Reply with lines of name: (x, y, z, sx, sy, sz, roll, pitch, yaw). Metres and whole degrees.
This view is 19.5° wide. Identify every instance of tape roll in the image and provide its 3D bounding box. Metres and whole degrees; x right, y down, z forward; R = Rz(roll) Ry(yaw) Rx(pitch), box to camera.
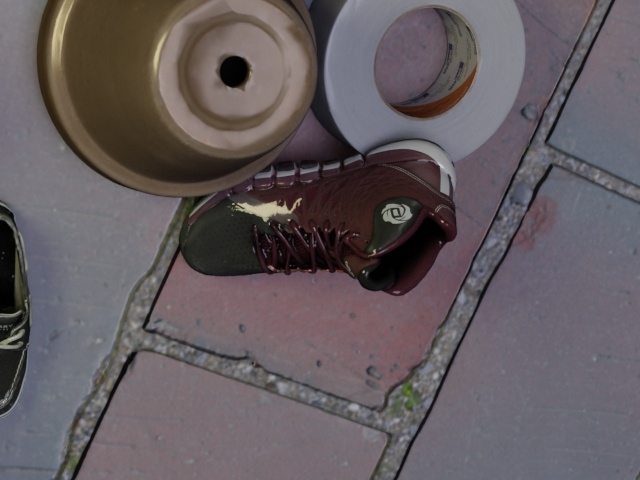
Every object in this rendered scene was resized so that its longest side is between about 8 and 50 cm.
tape roll: (0.091, -0.182, 1.843, 0.219, 0.072, 0.219, -7, 109, -20)

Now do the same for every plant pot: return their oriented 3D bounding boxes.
plant pot: (-0.105, -0.154, 1.661, 0.263, 0.229, 0.263, -3, 101, -19)

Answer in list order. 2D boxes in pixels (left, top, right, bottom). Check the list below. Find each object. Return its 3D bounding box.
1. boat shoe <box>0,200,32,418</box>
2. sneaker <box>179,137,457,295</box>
boat shoe: (-0.311, 0.072, 1.752, 0.078, 0.070, 0.219, -7, 109, -21)
sneaker: (0.000, 0.000, 1.769, 0.281, 0.162, 0.106, -18, 127, 7)
